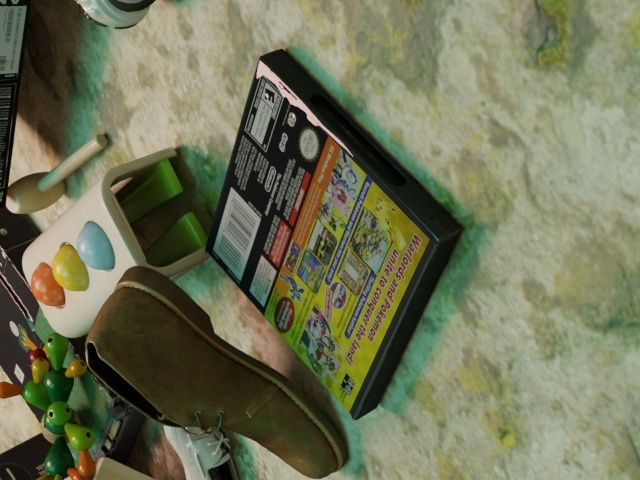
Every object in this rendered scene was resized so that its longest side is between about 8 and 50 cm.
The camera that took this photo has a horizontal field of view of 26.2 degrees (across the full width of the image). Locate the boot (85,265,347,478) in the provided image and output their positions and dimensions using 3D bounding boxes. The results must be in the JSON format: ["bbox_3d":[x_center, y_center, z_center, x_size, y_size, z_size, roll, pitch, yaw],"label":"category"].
[{"bbox_3d":[-0.109,0.166,1.402,0.305,0.115,0.112,39,145,-12],"label":"boot"}]

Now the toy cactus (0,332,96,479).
[{"bbox_3d":[-0.332,0.230,1.699,0.180,0.112,0.219,124,133,-75],"label":"toy cactus"}]

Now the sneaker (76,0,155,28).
[{"bbox_3d":[-0.224,-0.344,1.322,0.108,0.100,0.271,-29,92,44],"label":"sneaker"}]

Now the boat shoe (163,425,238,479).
[{"bbox_3d":[-0.132,0.249,1.608,0.063,0.066,0.184,4,114,36],"label":"boat shoe"}]

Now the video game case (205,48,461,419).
[{"bbox_3d":[0.000,0.000,1.290,0.248,0.035,0.275,47,142,23],"label":"video game case"}]

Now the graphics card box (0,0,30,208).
[{"bbox_3d":[-0.402,-0.233,1.556,0.371,0.094,0.233,110,149,-48],"label":"graphics card box"}]

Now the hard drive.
[{"bbox_3d":[-0.357,0.145,1.835,0.339,0.064,0.237,51,144,20],"label":"hard drive"}]

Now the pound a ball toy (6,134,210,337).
[{"bbox_3d":[-0.266,-0.015,1.545,0.319,0.136,0.208,-30,87,55],"label":"pound a ball toy"}]

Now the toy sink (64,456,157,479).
[{"bbox_3d":[-0.275,0.384,1.764,0.153,0.131,0.234,29,151,-19],"label":"toy sink"}]

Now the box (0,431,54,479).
[{"bbox_3d":[-0.374,0.428,1.951,0.270,0.165,0.143,50,144,20],"label":"box"}]
